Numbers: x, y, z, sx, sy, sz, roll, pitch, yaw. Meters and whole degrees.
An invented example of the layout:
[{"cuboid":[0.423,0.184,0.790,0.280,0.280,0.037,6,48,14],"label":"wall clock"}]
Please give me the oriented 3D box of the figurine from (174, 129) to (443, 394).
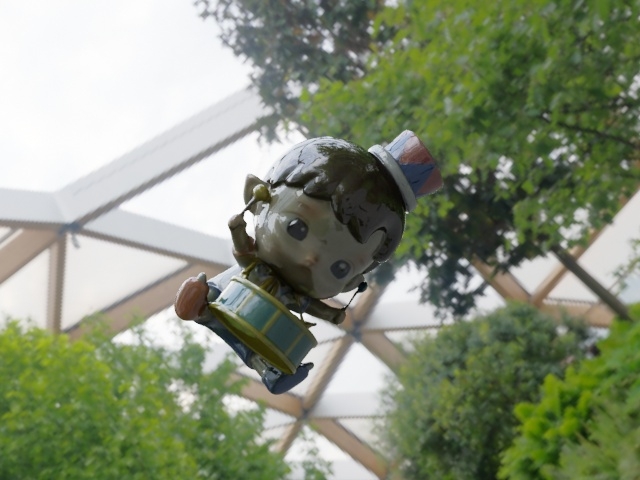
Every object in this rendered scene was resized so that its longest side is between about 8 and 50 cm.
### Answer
[{"cuboid":[-0.004,-0.001,0.826,0.275,0.161,0.158,-55,25,-15],"label":"figurine"}]
